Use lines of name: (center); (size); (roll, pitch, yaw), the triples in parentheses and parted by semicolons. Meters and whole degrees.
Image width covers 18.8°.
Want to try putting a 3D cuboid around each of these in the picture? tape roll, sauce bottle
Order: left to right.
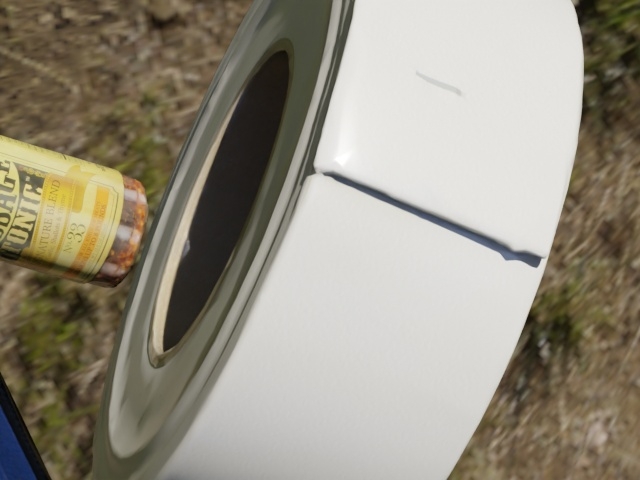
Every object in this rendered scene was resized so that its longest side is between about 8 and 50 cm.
sauce bottle: (-0.121, -0.018, 0.632); (0.128, 0.042, 0.042); (15, 107, -23)
tape roll: (0.000, 0.000, 0.826); (0.100, 0.286, 0.286); (22, 107, -14)

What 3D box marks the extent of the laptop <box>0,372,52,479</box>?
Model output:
laptop: (-0.263, 0.121, 0.459); (0.382, 0.236, 0.408); (6, 80, 25)
